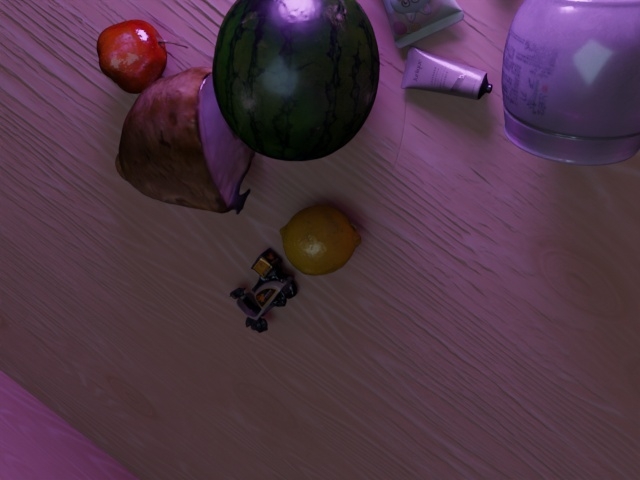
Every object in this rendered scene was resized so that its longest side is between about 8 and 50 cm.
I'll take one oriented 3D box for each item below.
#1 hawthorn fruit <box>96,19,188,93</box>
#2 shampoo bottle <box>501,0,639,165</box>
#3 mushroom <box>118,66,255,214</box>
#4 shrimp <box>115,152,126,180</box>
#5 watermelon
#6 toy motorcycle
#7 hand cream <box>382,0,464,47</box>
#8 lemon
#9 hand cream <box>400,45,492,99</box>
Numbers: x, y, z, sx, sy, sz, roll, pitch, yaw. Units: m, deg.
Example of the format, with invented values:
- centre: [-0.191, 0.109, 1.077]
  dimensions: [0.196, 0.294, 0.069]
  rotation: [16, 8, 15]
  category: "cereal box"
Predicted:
- centre: [-0.427, -0.454, 1.261]
  dimensions: [0.203, 0.163, 0.163]
  rotation: [-29, 104, 20]
  category: "hawthorn fruit"
- centre: [0.442, -0.282, 0.875]
  dimensions: [0.272, 0.273, 0.267]
  rotation: [10, 130, 19]
  category: "shampoo bottle"
- centre: [-0.376, -0.252, 1.275]
  dimensions: [0.397, 0.224, 0.314]
  rotation: [10, 146, 23]
  category: "mushroom"
- centre: [-0.514, -0.191, 1.524]
  dimensions: [0.180, 0.041, 0.099]
  rotation: [41, 112, -1]
  category: "shrimp"
- centre: [-0.048, -0.326, 1.033]
  dimensions: [0.362, 0.363, 0.364]
  rotation: [11, 123, 19]
  category: "watermelon"
- centre: [-0.171, 0.159, 1.538]
  dimensions: [0.157, 0.091, 0.263]
  rotation: [43, 125, 6]
  category: "toy motorcycle"
- centre: [0.147, -0.529, 0.991]
  dimensions: [0.147, 0.093, 0.306]
  rotation: [-15, 120, 32]
  category: "hand cream"
- centre: [0.000, 0.000, 1.310]
  dimensions: [0.206, 0.173, 0.174]
  rotation: [-9, 115, 16]
  category: "lemon"
- centre: [0.257, -0.331, 1.073]
  dimensions: [0.186, 0.054, 0.087]
  rotation: [21, 122, 21]
  category: "hand cream"
